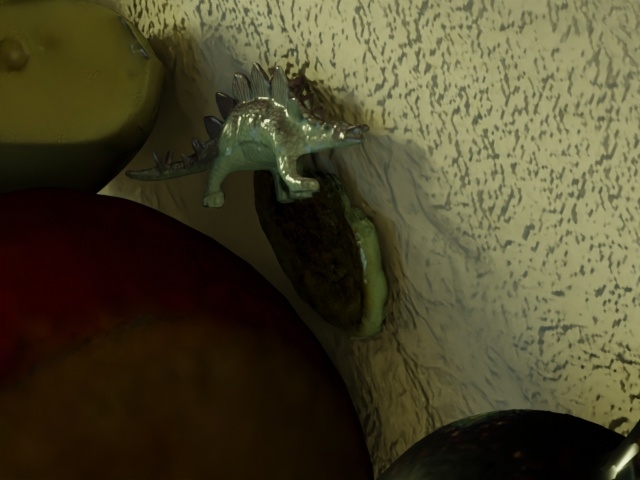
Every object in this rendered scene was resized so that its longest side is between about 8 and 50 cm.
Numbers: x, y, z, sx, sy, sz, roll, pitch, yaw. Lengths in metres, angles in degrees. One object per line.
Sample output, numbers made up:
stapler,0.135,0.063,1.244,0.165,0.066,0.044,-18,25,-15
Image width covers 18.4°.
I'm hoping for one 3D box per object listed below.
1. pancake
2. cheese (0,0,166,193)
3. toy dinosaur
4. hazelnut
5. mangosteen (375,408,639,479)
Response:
pancake,0.002,0.004,1.166,0.129,0.022,0.116,32,140,50
cheese,-0.251,-0.062,1.288,0.316,0.259,0.128,149,120,-65
toy dinosaur,-0.043,-0.057,1.143,0.209,0.039,0.082,-10,76,48
hazelnut,-0.153,0.184,1.206,0.402,0.402,0.429,5,89,57
mangosteen,0.120,0.186,0.946,0.243,0.243,0.243,39,143,36
